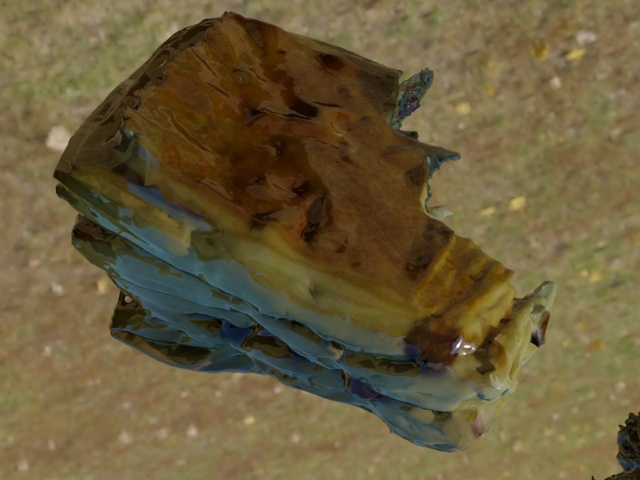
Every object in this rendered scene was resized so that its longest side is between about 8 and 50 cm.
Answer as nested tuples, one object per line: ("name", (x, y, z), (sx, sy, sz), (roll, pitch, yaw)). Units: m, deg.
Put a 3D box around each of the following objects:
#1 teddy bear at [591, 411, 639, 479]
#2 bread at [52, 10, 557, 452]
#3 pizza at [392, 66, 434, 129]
("teddy bear", (0.232, 0.146, 0.688), (0.182, 0.251, 0.129), (-33, 131, -35))
("bread", (0.000, 0.000, 1.062), (0.314, 0.370, 0.191), (-54, 168, -54))
("pizza", (0.080, -0.136, 1.405), (0.078, 0.025, 0.083), (-23, 158, -44))
